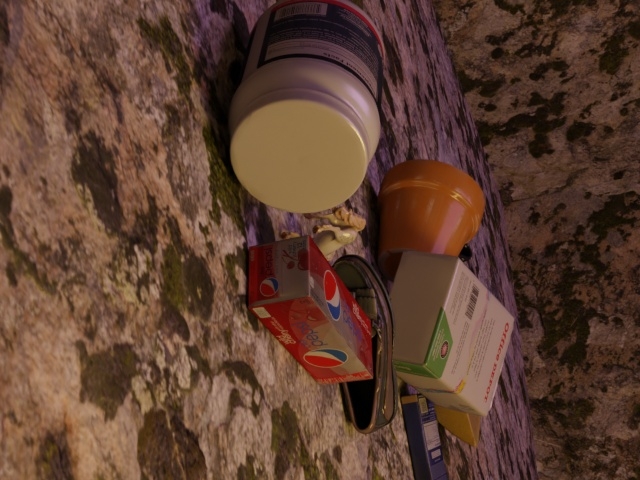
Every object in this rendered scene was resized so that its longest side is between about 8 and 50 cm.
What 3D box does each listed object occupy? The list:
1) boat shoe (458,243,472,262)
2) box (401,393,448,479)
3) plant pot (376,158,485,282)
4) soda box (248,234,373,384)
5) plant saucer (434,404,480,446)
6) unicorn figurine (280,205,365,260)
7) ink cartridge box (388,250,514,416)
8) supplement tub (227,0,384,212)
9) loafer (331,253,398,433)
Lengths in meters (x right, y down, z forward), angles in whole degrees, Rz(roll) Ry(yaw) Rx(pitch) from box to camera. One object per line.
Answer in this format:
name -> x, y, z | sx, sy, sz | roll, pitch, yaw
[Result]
boat shoe -> 0.264, -0.039, 2.396 | 0.340, 0.113, 0.127 | 61, 23, -46
box -> 0.198, 0.395, 1.981 | 0.136, 0.036, 0.225 | 19, 59, -71
plant pot -> 0.192, -0.016, 2.018 | 0.205, 0.205, 0.188 | 62, 37, -44
soda box -> -0.008, 0.097, 1.399 | 0.263, 0.083, 0.092 | 56, 27, -54
plant saucer -> 0.266, 0.222, 2.272 | 0.333, 0.080, 0.333 | -61, 137, -66
unicorn figurine -> 0.000, 0.000, 1.487 | 0.111, 0.161, 0.060 | 10, 72, -44
ink cartridge box -> 0.223, 0.169, 1.899 | 0.278, 0.117, 0.201 | 42, 62, -50
supplement tub -> -0.015, -0.182, 1.383 | 0.272, 0.191, 0.191 | -82, 155, -50
loafer -> 0.061, 0.156, 1.590 | 0.084, 0.096, 0.268 | -22, 102, -68
